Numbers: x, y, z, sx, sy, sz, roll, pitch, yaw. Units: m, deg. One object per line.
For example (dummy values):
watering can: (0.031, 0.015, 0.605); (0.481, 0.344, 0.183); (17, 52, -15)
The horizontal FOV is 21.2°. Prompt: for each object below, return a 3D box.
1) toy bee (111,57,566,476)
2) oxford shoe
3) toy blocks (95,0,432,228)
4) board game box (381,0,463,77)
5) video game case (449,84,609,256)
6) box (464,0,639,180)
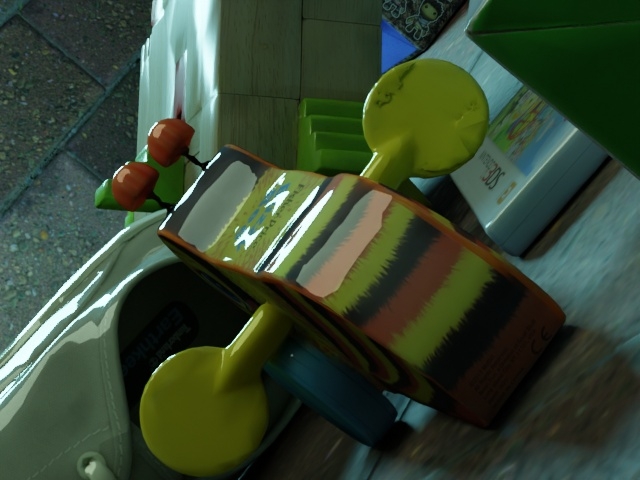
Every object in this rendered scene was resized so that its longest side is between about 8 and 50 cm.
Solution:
toy bee: (-0.019, 0.016, 0.740); (0.195, 0.162, 0.298); (-57, 10, -30)
oxford shoe: (-0.150, 0.159, 0.879); (0.130, 0.169, 0.449); (5, 51, 54)
toy blocks: (-0.046, -0.141, 1.104); (0.381, 0.190, 0.261); (153, 119, -73)
board game box: (0.107, -0.325, 1.769); (0.291, 0.141, 0.232); (-52, 8, -12)
video game case: (0.146, -0.094, 0.836); (0.212, 0.023, 0.193); (-49, 8, 7)
box: (0.179, -0.150, 0.538); (0.262, 0.127, 0.231); (-48, 9, 21)
